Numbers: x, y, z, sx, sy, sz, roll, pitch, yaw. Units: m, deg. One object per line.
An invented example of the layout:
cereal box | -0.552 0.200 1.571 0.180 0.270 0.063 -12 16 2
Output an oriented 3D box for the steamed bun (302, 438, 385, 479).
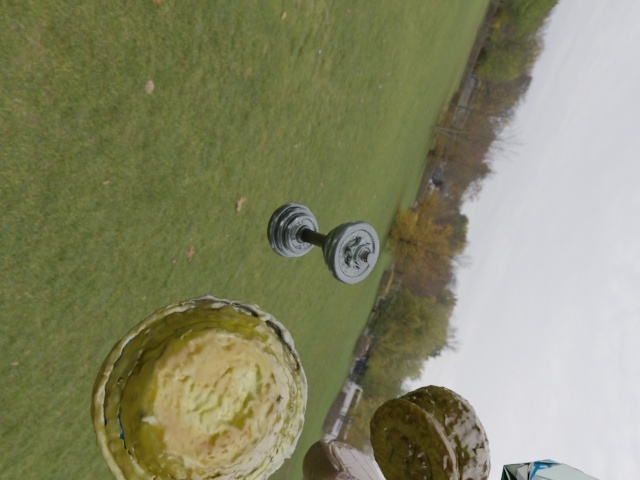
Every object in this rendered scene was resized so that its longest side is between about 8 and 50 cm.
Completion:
steamed bun | 0.076 0.822 1.461 0.199 0.301 0.251 -56 -151 -2

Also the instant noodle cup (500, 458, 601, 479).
instant noodle cup | 0.226 0.329 0.391 0.178 0.240 0.240 -64 170 12

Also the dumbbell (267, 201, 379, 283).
dumbbell | 0.000 0.000 1.268 0.179 0.406 0.179 -14 112 -38

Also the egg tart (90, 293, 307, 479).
egg tart | -0.194 0.278 0.766 0.387 0.388 0.169 -64 -171 -24

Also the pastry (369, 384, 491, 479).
pastry | 0.217 0.406 0.851 0.132 0.235 0.240 -11 159 -35
